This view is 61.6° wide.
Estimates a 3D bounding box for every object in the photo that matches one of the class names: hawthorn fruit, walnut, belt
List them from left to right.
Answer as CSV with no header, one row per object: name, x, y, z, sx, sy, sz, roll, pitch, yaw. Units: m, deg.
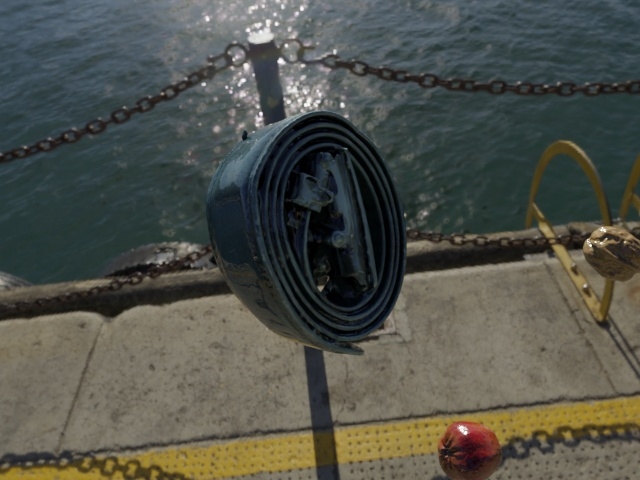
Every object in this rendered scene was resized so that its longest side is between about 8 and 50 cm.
belt,0.000,0.000,0.568,0.206,0.268,0.116,-32,18,-37
hawthorn fruit,0.456,0.628,1.599,0.200,0.179,0.179,3,36,-25
walnut,0.483,0.023,0.877,0.096,0.079,0.082,37,25,14
